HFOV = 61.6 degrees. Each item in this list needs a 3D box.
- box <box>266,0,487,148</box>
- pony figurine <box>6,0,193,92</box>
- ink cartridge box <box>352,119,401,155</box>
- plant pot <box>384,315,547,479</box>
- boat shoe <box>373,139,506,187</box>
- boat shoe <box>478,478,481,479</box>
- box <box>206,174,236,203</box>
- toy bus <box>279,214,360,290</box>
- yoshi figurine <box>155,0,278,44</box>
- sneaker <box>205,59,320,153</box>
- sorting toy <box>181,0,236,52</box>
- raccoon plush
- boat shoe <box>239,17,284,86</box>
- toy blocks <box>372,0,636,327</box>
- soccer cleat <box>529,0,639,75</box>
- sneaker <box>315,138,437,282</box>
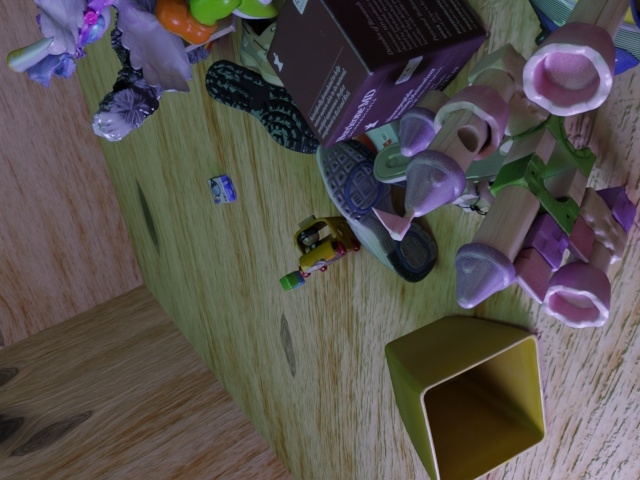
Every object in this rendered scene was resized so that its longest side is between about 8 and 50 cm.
[{"bbox_3d":[0.068,-0.260,0.718,0.167,0.203,0.168,59,153,9],"label":"box"},{"bbox_3d":[-0.416,-0.422,0.965,0.363,0.302,0.351,-15,75,30],"label":"pony figurine"},{"bbox_3d":[0.072,-0.216,0.922,0.179,0.045,0.145,60,152,2],"label":"ink cartridge box"},{"bbox_3d":[0.223,0.246,0.902,0.187,0.212,0.212,35,143,63],"label":"plant pot"},{"bbox_3d":[0.189,-0.110,0.795,0.233,0.079,0.084,5,76,48],"label":"boat shoe"},{"bbox_3d":[0.279,0.425,1.085,0.104,0.089,0.285,8,127,27],"label":"boat shoe"},{"bbox_3d":[-0.300,-0.154,1.627,0.136,0.028,0.081,4,116,61],"label":"box"},{"bbox_3d":[0.000,0.002,1.070,0.104,0.190,0.202,60,152,7],"label":"toy bus"},{"bbox_3d":[-0.127,-0.467,0.817,0.362,0.203,0.204,-19,97,39],"label":"yoshi figurine"},{"bbox_3d":[-0.089,-0.281,1.105,0.283,0.124,0.107,36,110,9],"label":"sneaker"},{"bbox_3d":[-0.214,-0.435,1.055,0.274,0.046,0.132,-11,67,29],"label":"sorting toy"},{"bbox_3d":[-0.435,-0.450,1.237,0.299,0.446,0.216,18,155,52],"label":"raccoon plush"},{"bbox_3d":[-0.068,-0.354,0.978,0.302,0.109,0.098,42,144,47],"label":"boat shoe"},{"bbox_3d":[0.193,-0.018,0.541,0.288,0.260,0.309,44,151,-17],"label":"toy blocks"},{"bbox_3d":[0.221,-0.279,0.495,0.289,0.093,0.121,45,135,-18],"label":"soccer cleat"},{"bbox_3d":[0.078,-0.049,0.941,0.297,0.111,0.129,56,164,-16],"label":"sneaker"}]
